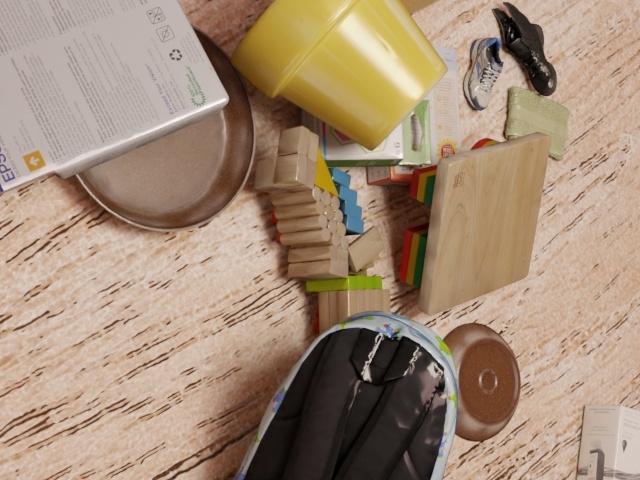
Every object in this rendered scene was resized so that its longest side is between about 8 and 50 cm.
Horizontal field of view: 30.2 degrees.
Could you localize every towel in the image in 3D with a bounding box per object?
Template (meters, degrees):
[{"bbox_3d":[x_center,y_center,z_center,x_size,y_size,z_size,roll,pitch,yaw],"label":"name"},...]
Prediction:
[{"bbox_3d":[0.392,-0.212,2.133,0.148,0.027,0.110,17,73,-33],"label":"towel"}]

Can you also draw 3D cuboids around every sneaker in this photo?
[{"bbox_3d":[0.363,-0.339,2.113,0.089,0.051,0.170,3,69,-42],"label":"sneaker"},{"bbox_3d":[0.286,-0.292,2.049,0.052,0.058,0.135,14,76,-34],"label":"sneaker"}]

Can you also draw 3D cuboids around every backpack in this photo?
[{"bbox_3d":[0.049,0.269,1.621,0.273,0.290,0.355,-36,143,-67],"label":"backpack"}]

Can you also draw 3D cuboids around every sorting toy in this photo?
[{"bbox_3d":[0.241,-0.040,1.905,0.255,0.089,0.257,-17,122,-41],"label":"sorting toy"}]

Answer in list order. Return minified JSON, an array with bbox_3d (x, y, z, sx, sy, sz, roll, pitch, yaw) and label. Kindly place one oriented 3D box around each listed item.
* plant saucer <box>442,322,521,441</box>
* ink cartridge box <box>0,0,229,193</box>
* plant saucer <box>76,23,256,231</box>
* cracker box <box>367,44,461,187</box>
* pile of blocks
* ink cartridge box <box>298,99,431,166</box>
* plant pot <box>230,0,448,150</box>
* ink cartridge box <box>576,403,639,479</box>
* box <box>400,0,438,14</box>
[{"bbox_3d":[0.270,0.235,1.973,0.199,0.036,0.198,7,79,-36],"label":"plant saucer"},{"bbox_3d":[-0.335,-0.255,1.539,0.330,0.071,0.324,-25,86,-22],"label":"ink cartridge box"},{"bbox_3d":[-0.232,-0.163,1.663,0.311,0.050,0.310,6,79,-34],"label":"plant saucer"},{"bbox_3d":[0.150,-0.203,1.933,0.156,0.067,0.232,3,83,-36],"label":"cracker box"},{"bbox_3d":[0.000,0.000,1.777,0.149,0.113,0.362,-33,111,-47],"label":"pile of blocks"},{"bbox_3d":[0.073,-0.171,1.822,0.209,0.062,0.108,-1,82,-8],"label":"ink cartridge box"},{"bbox_3d":[0.040,-0.264,1.691,0.239,0.254,0.254,44,59,-3],"label":"plant pot"},{"bbox_3d":[0.540,0.414,2.107,0.159,0.092,0.217,19,74,-32],"label":"ink cartridge box"},{"bbox_3d":[0.136,-0.484,1.993,0.164,0.021,0.201,-31,102,-35],"label":"box"}]
